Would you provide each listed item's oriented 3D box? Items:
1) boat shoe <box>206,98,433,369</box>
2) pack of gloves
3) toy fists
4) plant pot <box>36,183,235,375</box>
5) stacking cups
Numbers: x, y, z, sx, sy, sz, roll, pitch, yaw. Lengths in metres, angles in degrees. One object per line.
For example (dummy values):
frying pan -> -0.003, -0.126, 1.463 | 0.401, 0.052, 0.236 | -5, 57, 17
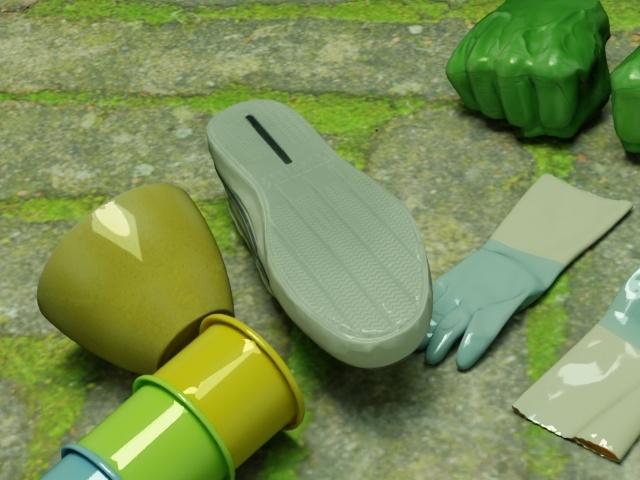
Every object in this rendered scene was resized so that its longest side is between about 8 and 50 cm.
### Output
boat shoe -> 0.000, 0.000, 0.879 | 0.109, 0.094, 0.302 | -20, 40, -10
pack of gloves -> 0.184, 0.028, 0.856 | 0.195, 0.046, 0.232 | 25, 50, 32
toy fists -> 0.244, -0.138, 1.007 | 0.279, 0.096, 0.142 | 13, 34, 25
plant pot -> -0.116, 0.042, 0.837 | 0.134, 0.134, 0.095 | -31, 62, -25
stacking cups -> -0.152, 0.170, 0.713 | 0.096, 0.096, 0.316 | 30, 55, 36
